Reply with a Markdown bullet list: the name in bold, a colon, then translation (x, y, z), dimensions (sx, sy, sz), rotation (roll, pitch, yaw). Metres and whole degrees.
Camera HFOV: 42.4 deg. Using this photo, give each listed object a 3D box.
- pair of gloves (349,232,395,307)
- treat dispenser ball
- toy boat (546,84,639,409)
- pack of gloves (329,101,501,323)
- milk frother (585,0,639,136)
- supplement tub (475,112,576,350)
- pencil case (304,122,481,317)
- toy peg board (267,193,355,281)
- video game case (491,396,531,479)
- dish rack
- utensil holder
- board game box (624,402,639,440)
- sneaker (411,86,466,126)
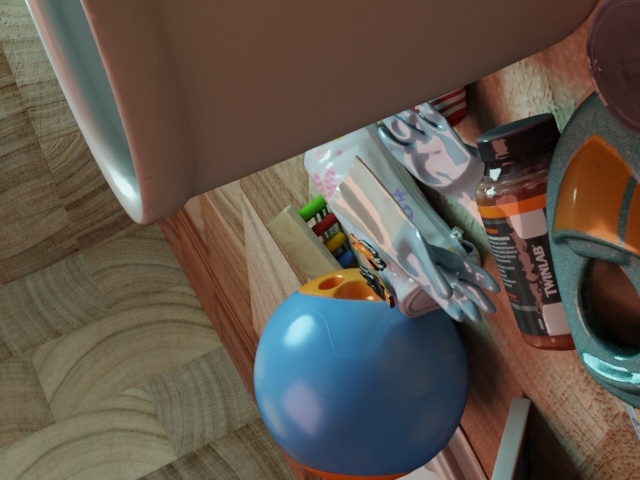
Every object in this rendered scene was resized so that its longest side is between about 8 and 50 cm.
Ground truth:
- **pair of gloves**: translation (0.063, 0.034, 0.976), dimensions (0.074, 0.010, 0.083), rotation (44, 158, 50)
- **treat dispenser ball**: translation (0.054, 0.180, 1.111), dimensions (0.288, 0.288, 0.288), rotation (55, 160, 32)
- **toy boat**: translation (0.249, 0.012, 0.526), dimensions (0.318, 0.148, 0.267), rotation (8, 114, 68)
- **pack of gloves**: translation (0.115, -0.025, 0.859), dimensions (0.232, 0.046, 0.195), rotation (43, 135, 16)
- **milk frother**: translation (0.227, -0.142, 0.431), dimensions (0.129, 0.135, 0.143), rotation (20, 131, 66)
- **supplement tub**: translation (0.202, -0.009, 0.733), dimensions (0.198, 0.106, 0.106), rotation (69, 163, -10)
- **pencil case**: translation (0.086, -0.035, 1.033), dimensions (0.273, 0.113, 0.124), rotation (56, 148, 29)
- **toy peg board**: translation (0.000, 0.000, 1.433), dimensions (0.160, 0.079, 0.161), rotation (50, 163, -2)
- **video game case**: translation (0.234, 0.366, 1.026), dimensions (0.025, 0.204, 0.285), rotation (6, 129, 22)
- **dish rack**: translation (0.197, 0.428, 1.387), dimensions (0.285, 0.072, 0.333), rotation (63, 164, 7)
- **utensil holder**: translation (-0.023, -0.234, 0.632), dimensions (0.327, 0.385, 0.327), rotation (55, 161, 31)
- **board game box**: translation (0.316, 0.133, 0.711), dimensions (0.103, 0.026, 0.154), rotation (67, 163, -2)
- **sneaker**: translation (0.081, -0.177, 0.910), dimensions (0.221, 0.087, 0.128), rotation (40, 148, 58)
